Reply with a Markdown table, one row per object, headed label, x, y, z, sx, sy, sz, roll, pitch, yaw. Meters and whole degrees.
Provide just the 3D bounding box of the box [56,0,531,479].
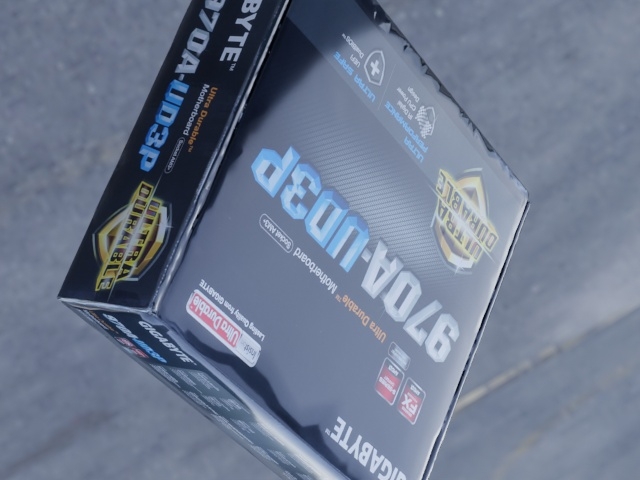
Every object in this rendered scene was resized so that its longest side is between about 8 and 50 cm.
| label | x | y | z | sx | sy | sz | roll | pitch | yaw |
| --- | --- | --- | --- | --- | --- | --- | --- | --- | --- |
| box | 0.000 | 0.000 | 0.811 | 0.220 | 0.051 | 0.175 | 46 | 59 | -47 |
